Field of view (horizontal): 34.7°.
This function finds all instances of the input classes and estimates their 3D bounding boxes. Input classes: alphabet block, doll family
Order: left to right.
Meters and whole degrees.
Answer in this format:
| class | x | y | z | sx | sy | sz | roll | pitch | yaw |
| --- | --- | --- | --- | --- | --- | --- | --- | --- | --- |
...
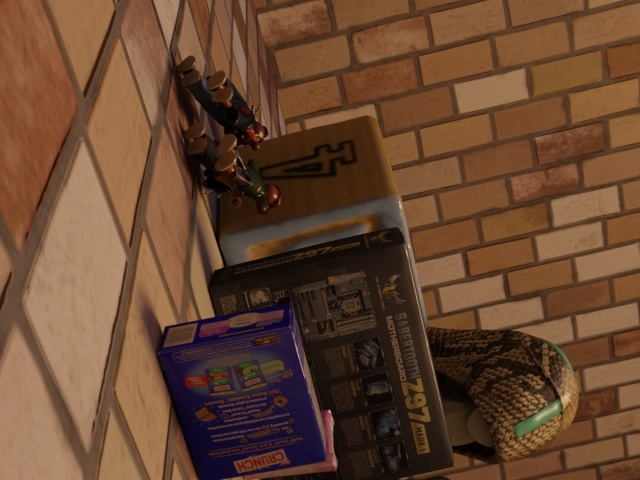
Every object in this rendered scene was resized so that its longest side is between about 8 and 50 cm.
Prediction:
| class | x | y | z | sx | sy | sz | roll | pitch | yaw |
| --- | --- | --- | --- | --- | --- | --- | --- | --- | --- |
| doll family | -0.088 | -0.101 | 1.019 | 0.111 | 0.076 | 0.193 | 42 | 35 | -50 |
| alphabet block | 0.000 | 0.000 | 1.146 | 0.197 | 0.193 | 0.192 | -98 | 176 | -59 |

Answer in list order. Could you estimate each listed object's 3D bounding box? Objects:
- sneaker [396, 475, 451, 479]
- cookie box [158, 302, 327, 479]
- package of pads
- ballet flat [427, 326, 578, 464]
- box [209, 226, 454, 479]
| class | x | y | z | sx | sy | sz | roll | pitch | yaw |
| --- | --- | --- | --- | --- | --- | --- | --- | --- | --- |
| sneaker | 0.089 | 0.364 | 1.134 | 0.483 | 0.202 | 0.185 | 67 | 11 | -74 |
| cookie box | -0.051 | 0.104 | 0.694 | 0.040 | 0.092 | 0.107 | -88 | 166 | -67 |
| package of pads | -0.028 | 0.177 | 0.885 | 0.050 | 0.083 | 0.032 | -95 | 177 | -48 |
| ballet flat | 0.062 | 0.170 | 1.179 | 0.483 | 0.182 | 0.164 | -1 | -69 | 51 |
| box | 0.014 | 0.120 | 0.963 | 0.059 | 0.183 | 0.232 | -92 | 168 | -74 |
